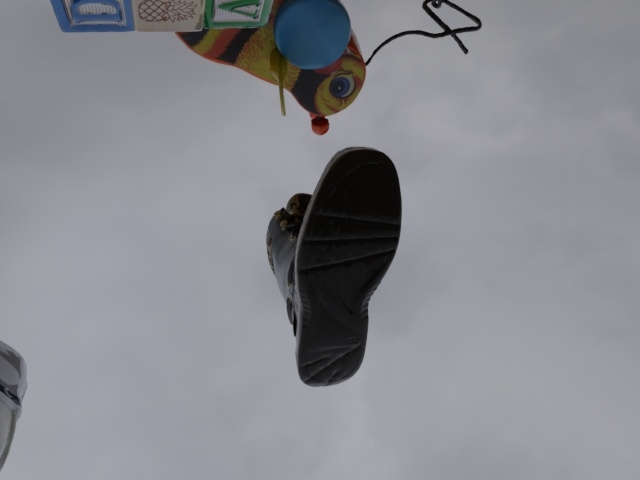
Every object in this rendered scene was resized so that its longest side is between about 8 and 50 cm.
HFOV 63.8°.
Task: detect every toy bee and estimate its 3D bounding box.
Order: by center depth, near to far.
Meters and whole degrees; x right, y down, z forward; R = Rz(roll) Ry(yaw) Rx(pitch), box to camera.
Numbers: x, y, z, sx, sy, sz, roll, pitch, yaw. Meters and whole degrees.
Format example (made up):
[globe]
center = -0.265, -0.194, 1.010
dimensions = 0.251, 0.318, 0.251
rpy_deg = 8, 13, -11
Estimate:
[toy bee]
center = -0.015, -0.180, 0.515
dimensions = 0.298, 0.162, 0.195
rpy_deg = 23, -137, -2

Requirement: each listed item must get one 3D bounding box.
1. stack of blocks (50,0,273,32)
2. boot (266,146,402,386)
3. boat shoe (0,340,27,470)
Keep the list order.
[stack of blocks]
center = -0.046, -0.207, 0.201
dimensions = 0.171, 0.297, 0.087
rpy_deg = -8, -100, -17
[boot]
center = 0.000, 0.000, 0.805
dimensions = 0.138, 0.377, 0.284
rpy_deg = -3, -150, -14
[boat shoe]
center = -0.293, 0.072, 0.204
dimensions = 0.136, 0.367, 0.156
rpy_deg = -21, -129, 8
